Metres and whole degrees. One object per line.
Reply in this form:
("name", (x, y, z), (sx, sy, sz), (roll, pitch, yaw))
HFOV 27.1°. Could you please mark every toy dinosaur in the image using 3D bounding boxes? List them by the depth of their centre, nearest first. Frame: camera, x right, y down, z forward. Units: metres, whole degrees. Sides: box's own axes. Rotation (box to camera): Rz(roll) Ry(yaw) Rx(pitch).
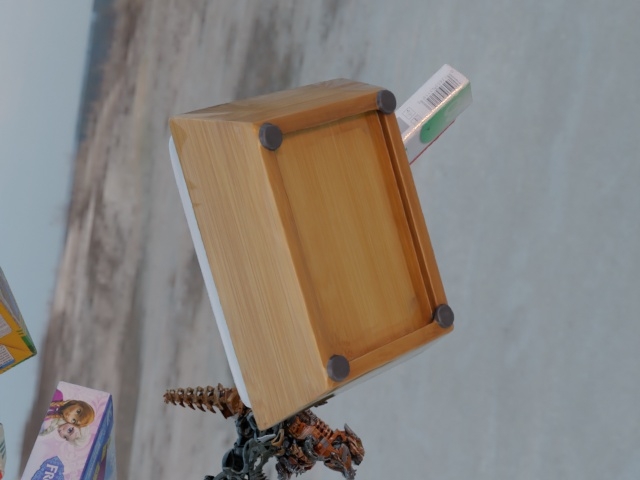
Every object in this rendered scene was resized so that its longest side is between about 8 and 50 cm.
("toy dinosaur", (-0.093, 0.316, 2.091), (0.164, 0.322, 0.218), (96, -168, -63))

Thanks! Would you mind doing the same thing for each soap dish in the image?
("soap dish", (0.000, 0.000, 1.229), (0.118, 0.229, 0.291), (-13, 94, 45))

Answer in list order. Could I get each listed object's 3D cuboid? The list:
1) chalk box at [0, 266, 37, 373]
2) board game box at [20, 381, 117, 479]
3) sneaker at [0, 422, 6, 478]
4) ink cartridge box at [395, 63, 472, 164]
("chalk box", (-0.561, 0.070, 1.936), (0.289, 0.180, 0.179), (54, 171, 48))
("board game box", (-0.298, 0.372, 1.450), (0.318, 0.066, 0.319), (99, -175, -53))
("sneaker", (-0.513, 0.336, 2.073), (0.161, 0.057, 0.075), (119, 132, -68))
("ink cartridge box", (0.155, -0.153, 2.025), (0.181, 0.056, 0.225), (-44, -21, -5))
